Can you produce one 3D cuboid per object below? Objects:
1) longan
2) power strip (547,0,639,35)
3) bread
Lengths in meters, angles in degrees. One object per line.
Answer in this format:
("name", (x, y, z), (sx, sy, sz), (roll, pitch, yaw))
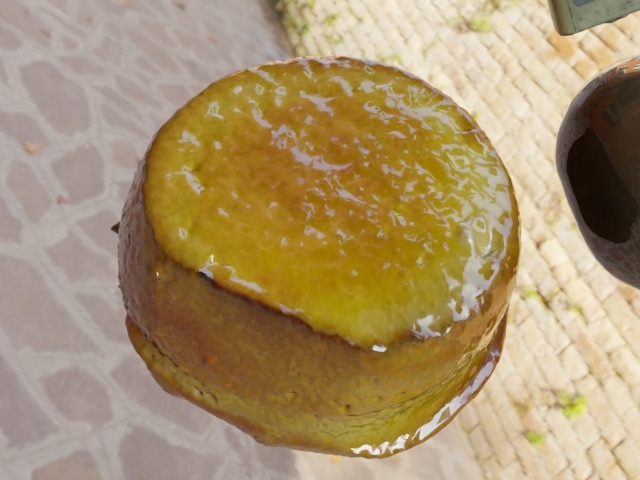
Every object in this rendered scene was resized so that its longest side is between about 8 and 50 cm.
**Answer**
("longan", (0.266, -0.051, 0.734), (0.189, 0.189, 0.189), (35, 23, -17))
("power strip", (0.165, -0.264, 0.628), (0.034, 0.092, 0.268), (-93, 163, -66))
("bread", (0.006, 0.001, 0.722), (0.312, 0.172, 0.312), (5, 58, -8))
